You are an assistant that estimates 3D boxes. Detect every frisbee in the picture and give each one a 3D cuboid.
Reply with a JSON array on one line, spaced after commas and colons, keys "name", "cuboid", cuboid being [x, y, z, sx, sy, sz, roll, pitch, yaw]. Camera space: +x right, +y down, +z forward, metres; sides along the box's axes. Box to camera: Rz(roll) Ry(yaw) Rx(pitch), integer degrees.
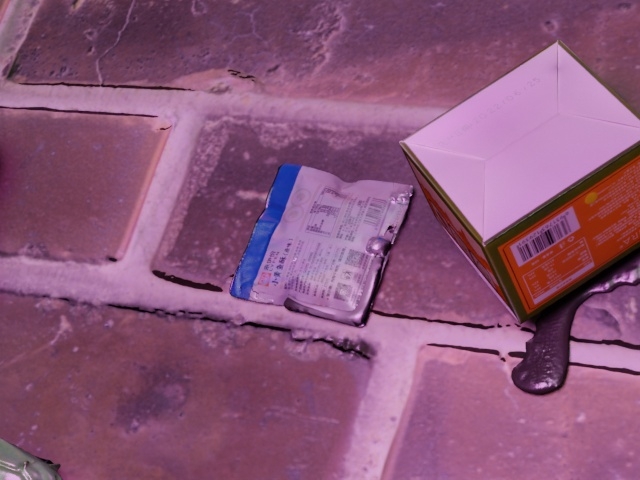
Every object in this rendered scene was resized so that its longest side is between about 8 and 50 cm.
[{"name": "frisbee", "cuboid": [0.231, 0.041, 1.390, 0.211, 0.012, 0.187, -48, 54, -7]}]

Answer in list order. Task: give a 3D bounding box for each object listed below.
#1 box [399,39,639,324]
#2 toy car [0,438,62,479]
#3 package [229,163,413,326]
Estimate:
[{"name": "box", "cuboid": [0.216, -0.056, 1.357, 0.195, 0.148, 0.177, -34, 46, -1]}, {"name": "toy car", "cuboid": [-0.454, 0.277, 1.464, 0.358, 0.176, 0.213, 11, 69, 28]}, {"name": "package", "cuboid": [0.000, 0.000, 1.509, 0.173, 0.027, 0.171, 12, 71, 29]}]
